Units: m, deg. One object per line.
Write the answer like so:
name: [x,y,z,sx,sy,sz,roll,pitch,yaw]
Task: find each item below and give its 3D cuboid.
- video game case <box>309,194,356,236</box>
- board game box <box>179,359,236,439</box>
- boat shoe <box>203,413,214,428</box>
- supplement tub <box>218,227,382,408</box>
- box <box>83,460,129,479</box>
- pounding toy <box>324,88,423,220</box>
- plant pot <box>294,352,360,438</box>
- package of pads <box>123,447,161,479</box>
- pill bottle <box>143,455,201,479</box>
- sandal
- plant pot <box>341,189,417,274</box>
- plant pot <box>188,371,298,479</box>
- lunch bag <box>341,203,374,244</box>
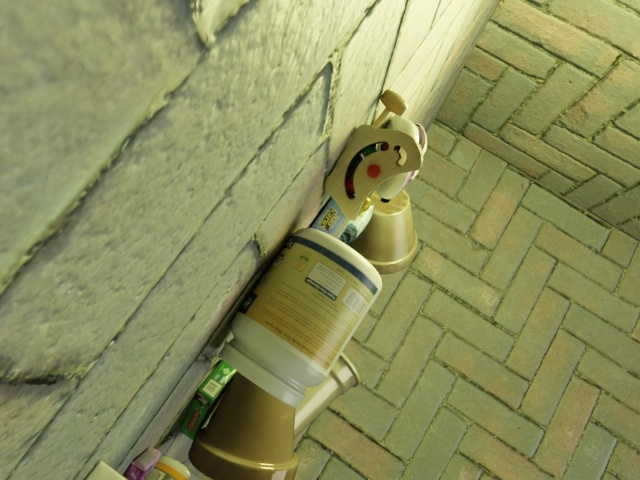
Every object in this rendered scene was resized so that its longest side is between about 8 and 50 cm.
video game case: [0.000,0.000,1.310,0.269,0.061,0.244,-55,175,-23]
board game box: [-0.240,0.351,1.302,0.317,0.046,0.213,-50,170,-51]
boat shoe: [-0.276,0.518,1.649,0.305,0.091,0.109,-53,172,-36]
supplement tub: [-0.041,0.157,1.013,0.316,0.228,0.228,-55,174,-14]
box: [-0.273,0.435,0.717,0.103,0.203,0.114,-53,173,-32]
pounding toy: [0.135,-0.172,1.058,0.269,0.154,0.155,-58,174,16]
plant pot: [-0.095,0.471,1.580,0.305,0.334,0.334,-46,170,-24]
package of pads: [-0.354,0.449,0.967,0.050,0.032,0.083,-59,174,-2]
pill bottle: [-0.383,0.628,1.046,0.278,0.162,0.162,-52,172,-43]
sandal: [0.220,-0.227,1.247,0.416,0.102,0.169,-80,-164,-57]
plant pot: [0.251,-0.069,1.990,0.323,0.323,0.280,-53,157,-35]
plant pot: [-0.163,0.443,1.193,0.263,0.263,0.229,77,27,-82]
lunch bag: [0.127,-0.068,1.793,0.129,0.096,0.151,-53,162,-21]
